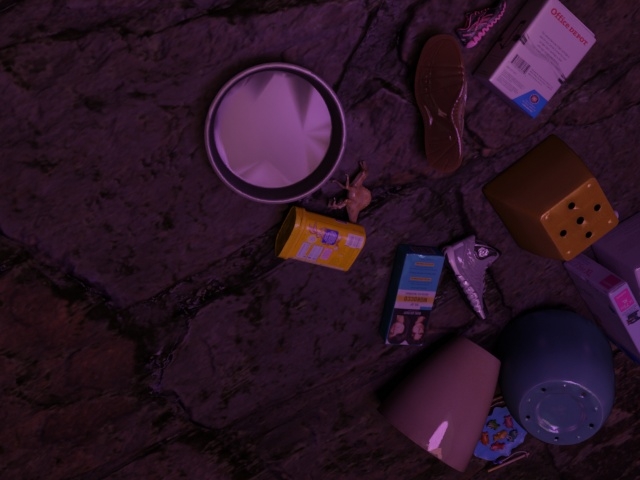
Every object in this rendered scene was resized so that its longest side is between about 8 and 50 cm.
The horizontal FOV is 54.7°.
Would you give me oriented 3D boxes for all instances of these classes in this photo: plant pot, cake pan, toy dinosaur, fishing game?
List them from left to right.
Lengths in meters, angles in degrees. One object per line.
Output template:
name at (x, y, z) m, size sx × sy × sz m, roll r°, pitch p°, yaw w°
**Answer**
cake pan at (-0.093, -0.221, 1.280) m, size 0.293 × 0.054 × 0.293 m, roll -4°, pitch 114°, yaw -10°
toy dinosaur at (0.066, -0.085, 1.373) m, size 0.093 × 0.053 × 0.183 m, roll 2°, pitch 112°, yaw -15°
plant pot at (0.322, 0.382, 1.544) m, size 0.256 × 0.256 × 0.274 m, roll 36°, pitch 86°, yaw -23°
fishing game at (0.507, 0.551, 1.751) m, size 0.189 × 0.041 × 0.264 m, roll -18°, pitch 115°, yaw -7°
plant pot at (0.577, 0.354, 1.515) m, size 0.293 × 0.235 × 0.292 m, roll 6°, pitch 114°, yaw 13°
plant pot at (0.537, -0.079, 1.403) m, size 0.212 × 0.187 × 0.212 m, roll -38°, pitch 115°, yaw 5°

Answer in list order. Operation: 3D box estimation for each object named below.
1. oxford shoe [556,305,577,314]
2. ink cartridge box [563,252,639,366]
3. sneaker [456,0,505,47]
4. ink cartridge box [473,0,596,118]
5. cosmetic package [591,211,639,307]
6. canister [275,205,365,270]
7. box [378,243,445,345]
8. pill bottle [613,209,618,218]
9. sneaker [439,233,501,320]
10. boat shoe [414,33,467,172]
oxford shoe at (0.677, 0.272, 1.636) m, size 0.083 × 0.096 × 0.227 m, roll -26°, pitch 114°, yaw 1°
ink cartridge box at (0.744, 0.183, 1.561) m, size 0.065 × 0.186 × 0.311 m, roll -35°, pitch 116°, yaw 2°
sneaker at (0.329, -0.458, 1.278) m, size 0.057 × 0.047 × 0.119 m, roll 40°, pitch 99°, yaw -12°
ink cartridge box at (0.450, -0.387, 1.307) m, size 0.148 × 0.086 × 0.203 m, roll 32°, pitch 102°, yaw -23°
cosmetic package at (0.796, 0.053, 1.517) m, size 0.151 × 0.183 × 0.151 m, roll -31°, pitch 116°, yaw 2°
canister at (0.000, 0.000, 1.372) m, size 0.170 × 0.073 × 0.126 m, roll 15°, pitch 130°, yaw -20°
box at (0.218, 0.134, 1.496) m, size 0.101 × 0.060 × 0.244 m, roll 4°, pitch 112°, yaw -14°
pill bottle at (0.687, -0.061, 1.522) m, size 0.083 × 0.043 × 0.043 m, roll -1°, pitch 113°, yaw -12°
sneaker at (0.393, 0.083, 1.500) m, size 0.132 × 0.086 × 0.228 m, roll -32°, pitch 115°, yaw 0°
boat shoe at (0.258, -0.292, 1.317) m, size 0.105 × 0.089 × 0.285 m, roll 2°, pitch 112°, yaw 15°
